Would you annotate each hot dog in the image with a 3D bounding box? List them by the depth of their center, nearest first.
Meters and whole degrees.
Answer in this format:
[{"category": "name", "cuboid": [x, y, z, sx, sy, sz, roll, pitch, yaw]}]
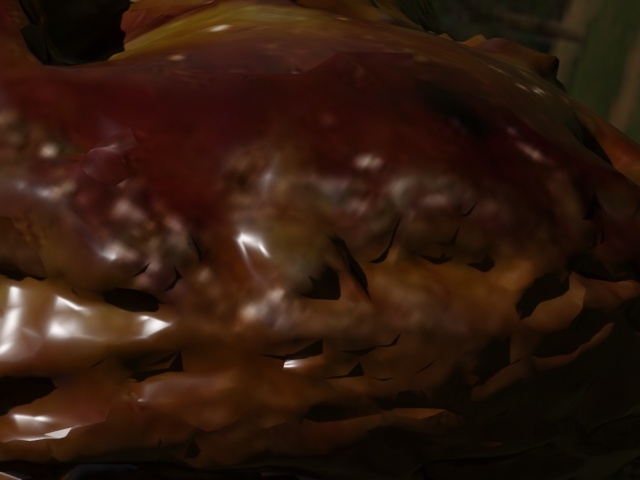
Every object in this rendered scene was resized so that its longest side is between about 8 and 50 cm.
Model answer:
[{"category": "hot dog", "cuboid": [0.000, 0.000, 0.505, 0.174, 0.267, 0.387, -50, -31, 4]}]
